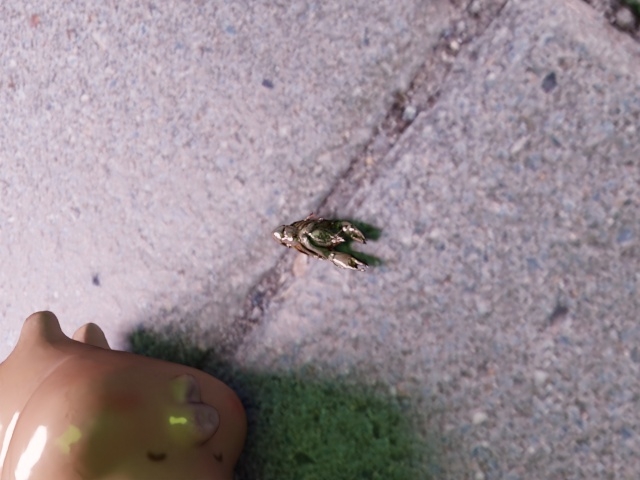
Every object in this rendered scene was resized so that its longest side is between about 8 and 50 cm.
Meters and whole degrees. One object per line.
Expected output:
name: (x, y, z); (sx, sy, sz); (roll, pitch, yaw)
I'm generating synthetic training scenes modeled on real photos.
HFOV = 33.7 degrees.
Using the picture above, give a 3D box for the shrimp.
shrimp: (0.003, -0.002, 0.878); (0.092, 0.029, 0.038); (20, 89, 21)

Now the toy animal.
toy animal: (-0.215, 0.192, 0.890); (0.326, 0.237, 0.269); (-30, 66, 28)
